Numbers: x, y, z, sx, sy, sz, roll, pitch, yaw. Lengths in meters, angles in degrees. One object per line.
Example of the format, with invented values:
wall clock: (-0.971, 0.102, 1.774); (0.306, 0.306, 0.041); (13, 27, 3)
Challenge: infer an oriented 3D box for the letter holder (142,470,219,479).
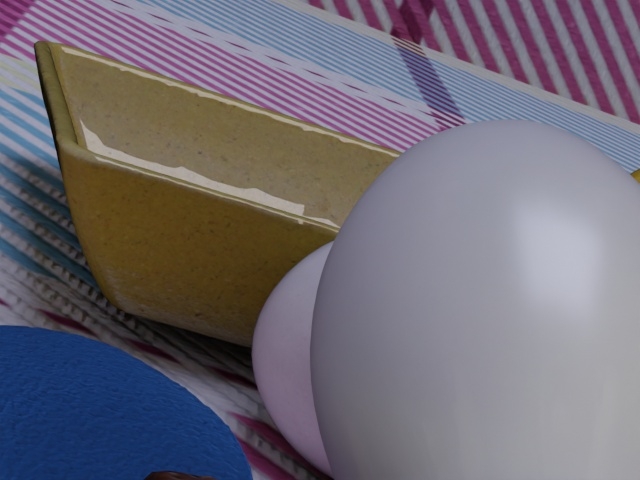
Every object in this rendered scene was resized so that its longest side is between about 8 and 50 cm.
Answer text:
letter holder: (0.087, 0.142, 0.212); (0.214, 0.152, 0.302); (14, -2, -15)

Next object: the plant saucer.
plant saucer: (0.000, 0.000, 0.970); (0.333, 0.081, 0.333); (17, 10, -15)

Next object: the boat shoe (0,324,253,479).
boat shoe: (-0.055, 0.111, 0.473); (0.109, 0.089, 0.258); (-1, 28, -27)

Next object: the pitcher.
pitcher: (0.083, 0.057, 0.541); (0.125, 0.178, 0.207); (57, 24, -43)

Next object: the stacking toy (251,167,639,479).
stacking toy: (0.195, 0.069, 0.698); (0.480, 0.350, 0.350); (5, 5, 27)
